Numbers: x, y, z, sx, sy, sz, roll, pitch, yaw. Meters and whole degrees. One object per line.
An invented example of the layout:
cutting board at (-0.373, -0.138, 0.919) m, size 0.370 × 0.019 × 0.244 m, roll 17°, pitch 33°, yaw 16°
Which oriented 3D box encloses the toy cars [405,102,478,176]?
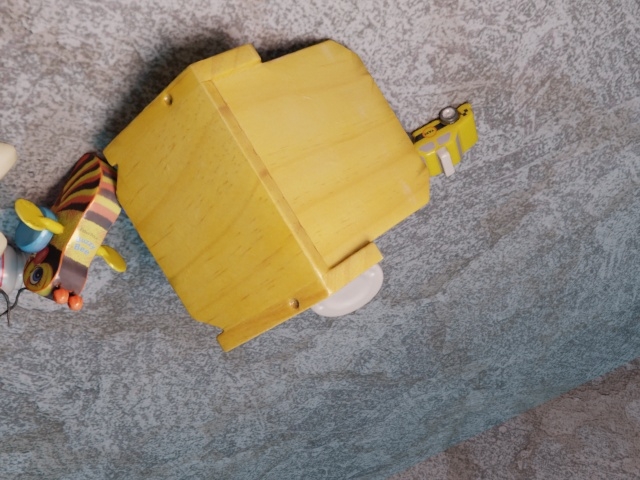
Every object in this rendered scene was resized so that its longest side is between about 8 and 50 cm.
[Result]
toy cars at (0.127, -0.164, 1.204) m, size 0.393 × 0.087 × 0.176 m, roll -1°, pitch 134°, yaw -29°

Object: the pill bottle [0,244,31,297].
pill bottle at (-0.530, 0.046, 1.054) m, size 0.160 × 0.087 × 0.087 m, roll 6°, pitch 131°, yaw -35°

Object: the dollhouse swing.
dollhouse swing at (-0.064, -0.088, 1.030) m, size 0.315 × 0.347 × 0.305 m, roll -32°, pitch -178°, yaw 35°

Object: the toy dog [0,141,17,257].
toy dog at (-0.509, -0.076, 0.677) m, size 0.395 × 0.408 × 0.284 m, roll 14°, pitch 125°, yaw -40°

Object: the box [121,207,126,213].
box at (-0.272, -0.062, 1.134) m, size 0.081 × 0.028 × 0.136 m, roll -41°, pitch 138°, yaw 15°

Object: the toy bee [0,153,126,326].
toy bee at (-0.370, 0.028, 1.001) m, size 0.195 × 0.162 × 0.298 m, roll 6°, pitch 110°, yaw -48°

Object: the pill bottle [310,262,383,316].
pill bottle at (0.000, 0.000, 1.184) m, size 0.136 × 0.246 × 0.136 m, roll -16°, pitch 139°, yaw -14°
